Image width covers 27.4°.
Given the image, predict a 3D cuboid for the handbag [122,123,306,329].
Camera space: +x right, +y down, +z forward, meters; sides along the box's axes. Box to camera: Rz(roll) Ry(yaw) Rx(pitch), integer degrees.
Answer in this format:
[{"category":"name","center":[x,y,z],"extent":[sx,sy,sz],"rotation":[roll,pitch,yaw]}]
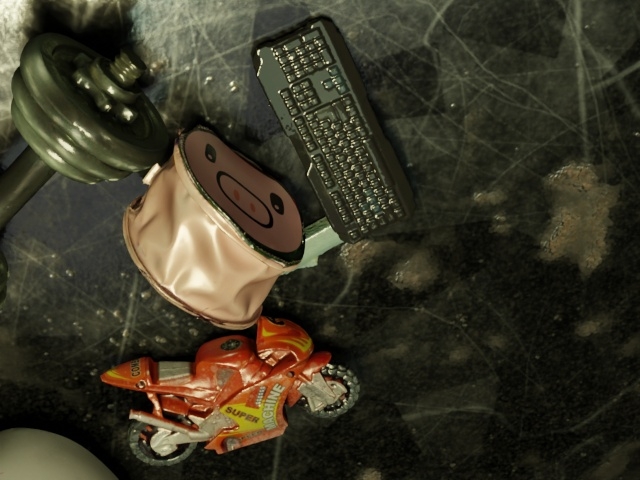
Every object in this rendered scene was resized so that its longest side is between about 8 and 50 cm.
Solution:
[{"category":"handbag","center":[-0.111,-0.012,1.436],"extent":[0.205,0.179,0.116],"rotation":[36,117,-26]}]

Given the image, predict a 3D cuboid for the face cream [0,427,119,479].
[{"category":"face cream","center":[-0.384,0.376,1.578],"extent":[0.357,0.219,0.312],"rotation":[44,69,-20]}]

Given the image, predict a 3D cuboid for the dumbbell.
[{"category":"dumbbell","center":[-0.324,-0.049,1.368],"extent":[0.179,0.179,0.406],"rotation":[37,110,-28]}]

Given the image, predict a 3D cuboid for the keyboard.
[{"category":"keyboard","center":[0.017,-0.117,1.465],"extent":[0.106,0.016,0.262],"rotation":[-24,116,5]}]

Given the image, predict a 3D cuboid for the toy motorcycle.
[{"category":"toy motorcycle","center":[-0.105,0.180,1.608],"extent":[0.298,0.089,0.171],"rotation":[-16,122,1]}]

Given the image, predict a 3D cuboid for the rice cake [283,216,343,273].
[{"category":"rice cake","center":[0.000,0.000,1.547],"extent":[0.180,0.030,0.042],"rotation":[-29,118,8]}]
